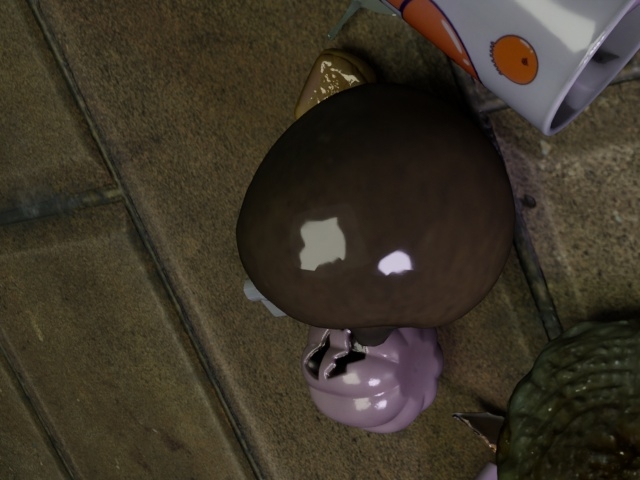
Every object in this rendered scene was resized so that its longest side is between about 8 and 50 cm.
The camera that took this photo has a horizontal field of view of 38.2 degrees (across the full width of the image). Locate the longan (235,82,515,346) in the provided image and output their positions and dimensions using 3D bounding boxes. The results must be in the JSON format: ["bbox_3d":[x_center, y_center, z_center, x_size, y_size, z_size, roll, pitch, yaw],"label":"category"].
[{"bbox_3d":[0.057,-0.016,0.982,0.300,0.243,0.300,6,116,13],"label":"longan"}]

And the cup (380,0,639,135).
[{"bbox_3d":[0.139,-0.269,0.782,0.317,0.212,0.212,42,137,14],"label":"cup"}]

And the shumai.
[{"bbox_3d":[0.349,0.263,0.942,0.304,0.309,0.263,15,152,42],"label":"shumai"}]

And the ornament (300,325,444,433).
[{"bbox_3d":[0.060,0.150,1.157,0.178,0.177,0.177,22,130,29],"label":"ornament"}]

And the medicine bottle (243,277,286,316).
[{"bbox_3d":[-0.012,0.059,1.247,0.221,0.061,0.092,-14,125,46],"label":"medicine bottle"}]

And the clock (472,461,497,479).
[{"bbox_3d":[0.242,0.366,1.168,0.150,0.063,0.197,37,161,17],"label":"clock"}]

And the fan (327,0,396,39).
[{"bbox_3d":[0.052,-0.268,0.980,0.113,0.005,0.175,35,139,-10],"label":"fan"}]

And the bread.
[{"bbox_3d":[0.021,-0.167,1.064,0.082,0.056,0.115,34,130,14],"label":"bread"}]

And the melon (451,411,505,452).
[{"bbox_3d":[0.248,0.264,1.137,0.182,0.098,0.054,43,122,36],"label":"melon"}]
